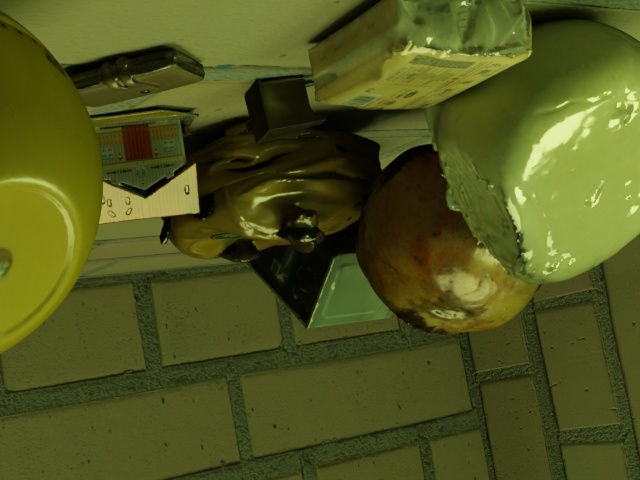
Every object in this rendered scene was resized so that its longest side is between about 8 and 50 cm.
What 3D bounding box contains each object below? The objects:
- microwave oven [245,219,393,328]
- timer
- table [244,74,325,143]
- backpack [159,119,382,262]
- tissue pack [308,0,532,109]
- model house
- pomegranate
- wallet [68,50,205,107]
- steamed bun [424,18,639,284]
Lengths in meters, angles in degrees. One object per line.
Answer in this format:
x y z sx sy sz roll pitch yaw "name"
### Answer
0.000 0.000 2.186 0.237 0.181 0.295 -3 -145 -40 "microwave oven"
-0.384 -0.069 1.037 0.376 0.376 0.387 -3 -146 -48 "timer"
-0.047 -0.178 1.580 0.082 0.070 0.083 -12 174 -17 "table"
-0.066 -0.075 1.890 0.378 0.201 0.353 -8 175 -27 "backpack"
0.112 -0.219 1.356 0.186 0.090 0.222 -4 170 -27 "tissue pack"
-0.276 -0.094 1.671 0.219 0.136 0.207 -9 175 -10 "model house"
0.205 -0.004 1.790 0.322 0.322 0.322 -10 174 -1 "pomegranate"
-0.220 -0.187 1.376 0.152 0.039 0.118 -10 176 14 "wallet"
0.304 -0.133 1.537 0.312 0.334 0.233 -27 -138 -14 "steamed bun"
